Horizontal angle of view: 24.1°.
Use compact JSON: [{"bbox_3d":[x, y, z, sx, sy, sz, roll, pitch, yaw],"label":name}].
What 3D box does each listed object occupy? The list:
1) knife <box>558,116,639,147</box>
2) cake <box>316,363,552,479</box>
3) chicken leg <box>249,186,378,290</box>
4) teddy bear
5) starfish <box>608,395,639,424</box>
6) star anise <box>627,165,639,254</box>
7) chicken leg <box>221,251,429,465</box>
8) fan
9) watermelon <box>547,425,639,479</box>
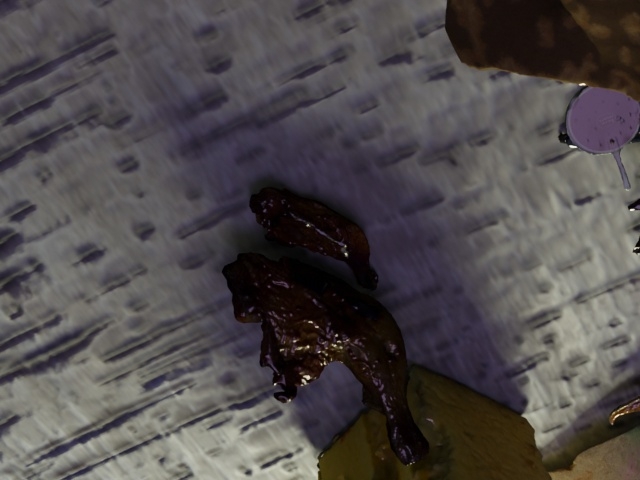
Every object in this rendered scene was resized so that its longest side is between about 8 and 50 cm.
[{"bbox_3d":[0.322,-0.119,1.652,0.121,0.018,0.031,-9,133,-2],"label":"knife"},{"bbox_3d":[0.122,0.345,1.878,0.227,0.222,0.286,28,120,-27],"label":"cake"},{"bbox_3d":[0.003,-0.003,1.675,0.205,0.053,0.093,33,141,-24],"label":"chicken leg"},{"bbox_3d":[0.264,-0.217,1.130,0.296,0.222,0.246,28,145,25],"label":"teddy bear"},{"bbox_3d":[0.482,0.196,1.924,0.213,0.057,0.238,2,131,-21],"label":"starfish"},{"bbox_3d":[0.407,-0.082,1.671,0.212,0.053,0.157,-35,135,14],"label":"star anise"},{"bbox_3d":[0.016,0.123,1.692,0.322,0.177,0.083,32,145,-30],"label":"chicken leg"},{"bbox_3d":[0.317,-0.112,1.639,0.085,0.005,0.133,-22,112,7],"label":"fan"},{"bbox_3d":[0.409,0.426,2.041,0.292,0.319,0.222,-25,170,30],"label":"watermelon"}]
